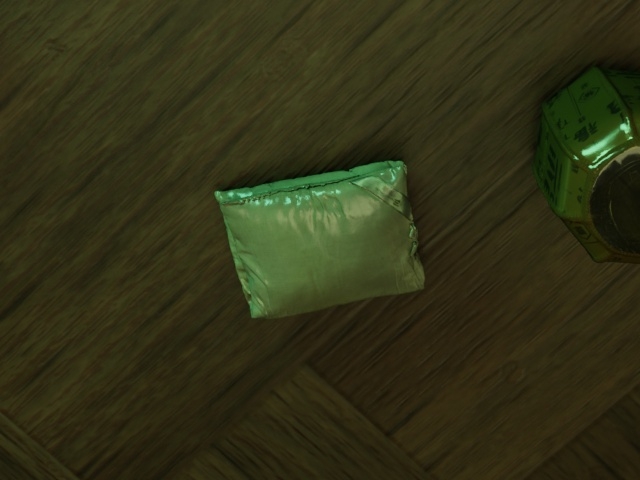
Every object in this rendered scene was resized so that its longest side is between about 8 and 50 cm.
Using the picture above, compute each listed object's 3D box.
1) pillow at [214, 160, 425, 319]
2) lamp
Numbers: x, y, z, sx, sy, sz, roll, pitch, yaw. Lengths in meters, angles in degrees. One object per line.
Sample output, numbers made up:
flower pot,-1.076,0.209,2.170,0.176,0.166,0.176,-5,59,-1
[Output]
pillow,0.000,0.000,1.608,0.181,0.078,0.134,-9,112,4
lamp,0.269,-0.066,1.527,0.161,0.185,0.161,0,112,0
